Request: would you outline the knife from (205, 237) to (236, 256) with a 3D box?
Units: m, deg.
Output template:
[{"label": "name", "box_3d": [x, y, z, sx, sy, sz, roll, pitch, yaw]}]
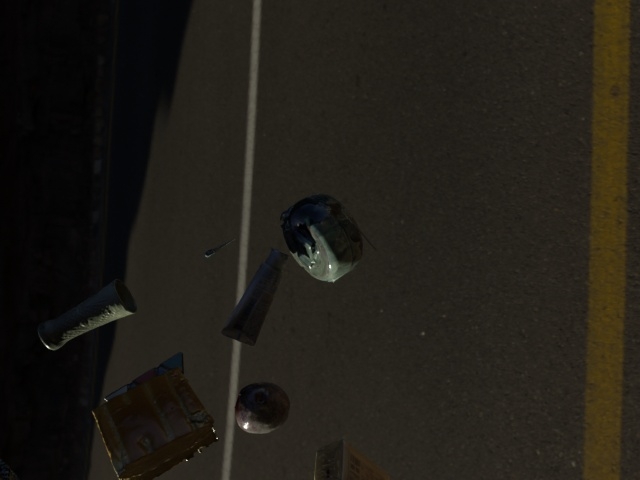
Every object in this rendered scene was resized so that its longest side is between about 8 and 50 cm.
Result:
[{"label": "knife", "box_3d": [-0.305, 0.016, 1.834, 0.019, 0.045, 0.313, 62, -173, -5]}]

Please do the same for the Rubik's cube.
[{"label": "Rubik's cube", "box_3d": [-0.527, 0.520, 1.984, 0.234, 0.285, 0.249, 104, -175, -56]}]

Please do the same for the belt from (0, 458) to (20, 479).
[{"label": "belt", "box_3d": [-0.570, 0.471, 0.906, 0.207, 0.257, 0.149, 6, 128, 26]}]

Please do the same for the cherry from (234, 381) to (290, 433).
[{"label": "cherry", "box_3d": [-0.197, 0.567, 2.012, 0.195, 0.195, 0.194, -2, 87, 55]}]

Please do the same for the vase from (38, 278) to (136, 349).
[{"label": "vase", "box_3d": [-0.571, 0.185, 1.438, 0.096, 0.220, 0.096, 62, 180, 1]}]

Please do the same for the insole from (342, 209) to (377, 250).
[{"label": "insole", "box_3d": [0.098, -0.028, 1.508, 0.002, 0.053, 0.152, -42, 63, 7]}]

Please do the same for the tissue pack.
[{"label": "tissue pack", "box_3d": [0.097, 0.735, 1.785, 0.125, 0.234, 0.159, -35, 27, 24]}]

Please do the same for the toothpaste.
[{"label": "toothpaste", "box_3d": [-0.185, 0.167, 1.778, 0.299, 0.114, 0.073, -64, 22, -1]}]

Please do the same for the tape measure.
[{"label": "tape measure", "box_3d": [0.000, 0.000, 1.747, 0.256, 0.147, 0.274, 39, 148, 30]}]

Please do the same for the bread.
[{"label": "bread", "box_3d": [-0.390, 0.440, 1.400, 0.246, 0.239, 0.110, 38, 148, 51]}]
